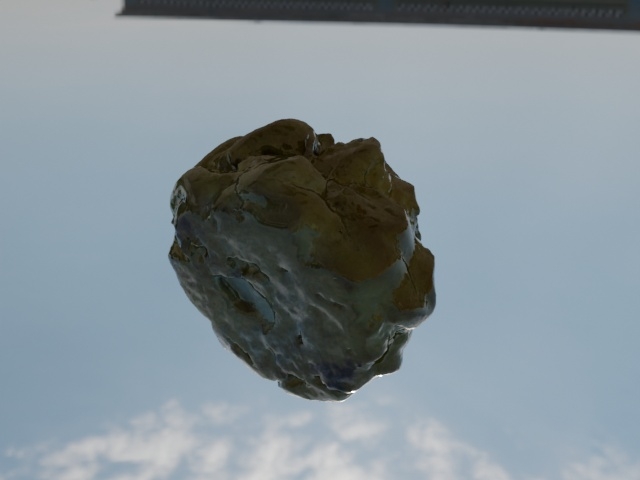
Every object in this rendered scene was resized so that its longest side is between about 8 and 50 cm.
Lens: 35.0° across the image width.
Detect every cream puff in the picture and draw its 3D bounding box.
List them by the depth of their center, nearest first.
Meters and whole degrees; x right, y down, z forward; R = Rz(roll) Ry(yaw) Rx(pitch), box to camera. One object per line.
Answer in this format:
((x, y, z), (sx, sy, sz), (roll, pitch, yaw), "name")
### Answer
((0.002, 0.001, 1.155), (0.324, 0.291, 0.257), (2, -142, 41), "cream puff")
